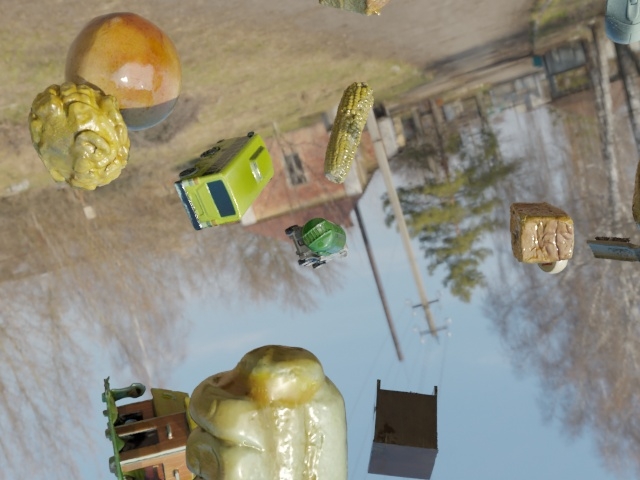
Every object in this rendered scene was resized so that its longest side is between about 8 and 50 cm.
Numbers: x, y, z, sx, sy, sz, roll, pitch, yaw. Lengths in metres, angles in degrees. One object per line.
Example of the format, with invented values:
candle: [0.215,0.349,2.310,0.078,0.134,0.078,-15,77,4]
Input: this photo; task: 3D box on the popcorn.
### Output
popcorn: [-0.544,-0.243,1.592,0.250,0.250,0.190,-15,-153,20]

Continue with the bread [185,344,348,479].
bread: [-0.105,0.347,1.236,0.300,0.341,0.210,-8,-173,-41]

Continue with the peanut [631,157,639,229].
peanut: [0.744,-0.121,1.534,0.095,0.226,0.108,6,178,-24]

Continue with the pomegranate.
pomegranate: [-0.507,-0.414,1.782,0.319,0.319,0.319,-17,-173,2]

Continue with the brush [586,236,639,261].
brush: [0.570,0.017,1.270,0.036,0.043,0.248,-33,-172,-9]

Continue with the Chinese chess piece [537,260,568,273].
Chinese chess piece: [0.771,0.050,2.345,0.051,0.122,0.122,-7,-177,-19]

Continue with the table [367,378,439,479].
table: [0.220,0.505,1.875,0.169,0.172,0.193,5,-135,2]

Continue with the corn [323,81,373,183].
corn: [0.070,-0.281,1.774,0.086,0.288,0.086,15,161,5]

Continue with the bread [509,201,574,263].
bread: [0.594,-0.018,1.900,0.143,0.149,0.158,-4,-160,0]

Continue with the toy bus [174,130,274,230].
toy bus: [-0.207,-0.142,1.601,0.150,0.128,0.262,-10,-154,22]

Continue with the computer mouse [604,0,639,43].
computer mouse: [0.694,-0.509,1.563,0.113,0.068,0.229,-2,153,18]

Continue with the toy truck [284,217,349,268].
toy truck: [0.000,0.000,1.769,0.125,0.101,0.242,-26,170,10]

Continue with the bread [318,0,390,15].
bread: [0.111,-0.775,1.808,0.207,0.279,0.279,28,-116,33]

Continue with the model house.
model house: [-0.326,0.506,1.661,0.323,0.340,0.300,-10,-139,-16]
